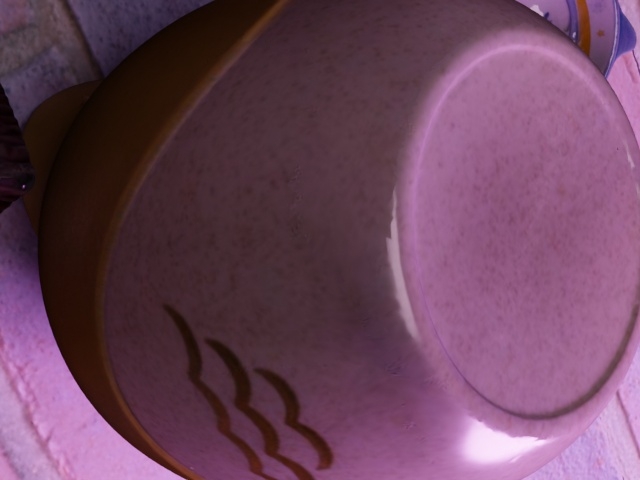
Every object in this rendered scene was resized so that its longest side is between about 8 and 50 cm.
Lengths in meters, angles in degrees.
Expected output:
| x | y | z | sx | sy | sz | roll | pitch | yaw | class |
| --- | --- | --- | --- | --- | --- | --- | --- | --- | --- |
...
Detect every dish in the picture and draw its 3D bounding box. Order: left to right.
| x | y | z | sx | sy | sz | roll | pitch | yaw | class |
| --- | --- | --- | --- | --- | --- | --- | --- | --- | --- |
| 0.177 | -0.186 | 1.526 | 0.236 | 0.086 | 0.228 | -34 | 115 | -24 | dish |

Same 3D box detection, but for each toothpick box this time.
| x | y | z | sx | sy | sz | roll | pitch | yaw | class |
| --- | --- | --- | --- | --- | --- | --- | --- | --- | --- |
| 0.000 | 0.000 | 1.251 | 0.409 | 0.425 | 0.409 | 5 | 84 | -45 | toothpick box |

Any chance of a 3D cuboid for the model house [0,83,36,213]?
| x | y | z | sx | sy | sz | roll | pitch | yaw | class |
| --- | --- | --- | --- | --- | --- | --- | --- | --- | --- |
| -0.354 | -0.106 | 1.109 | 0.280 | 0.249 | 0.230 | 6 | 94 | -33 | model house |
